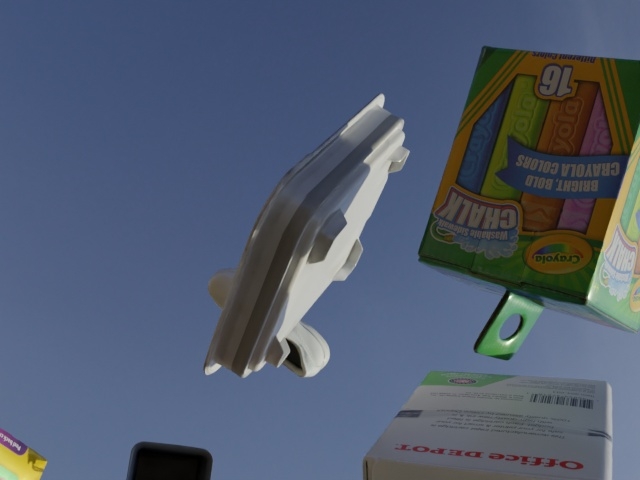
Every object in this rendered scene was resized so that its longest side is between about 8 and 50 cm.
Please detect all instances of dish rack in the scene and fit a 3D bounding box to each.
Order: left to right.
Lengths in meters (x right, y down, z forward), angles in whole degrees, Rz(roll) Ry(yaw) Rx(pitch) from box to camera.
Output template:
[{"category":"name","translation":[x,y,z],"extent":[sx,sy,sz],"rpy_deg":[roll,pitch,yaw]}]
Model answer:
[{"category":"dish rack","translation":[0.000,0.000,0.987],"extent":[0.072,0.333,0.285],"rpy_deg":[29,-54,9]}]

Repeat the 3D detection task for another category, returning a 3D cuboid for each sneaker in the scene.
[{"category":"sneaker","translation":[-0.082,0.117,1.225],"extent":[0.212,0.094,0.080],"rpy_deg":[37,-71,9]}]

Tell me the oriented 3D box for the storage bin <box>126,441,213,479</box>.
[{"category":"storage bin","translation":[-0.255,0.393,1.433],"extent":[0.135,0.098,0.091],"rpy_deg":[9,-16,-10]}]

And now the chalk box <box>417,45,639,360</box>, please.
[{"category":"chalk box","translation":[0.228,-0.018,0.838],"extent":[0.179,0.288,0.180],"rpy_deg":[15,-4,36]}]

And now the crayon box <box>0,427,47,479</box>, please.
[{"category":"crayon box","translation":[-0.595,0.376,1.204],"extent":[0.106,0.313,0.363],"rpy_deg":[-2,-38,29]}]

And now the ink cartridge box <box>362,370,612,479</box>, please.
[{"category":"ink cartridge box","translation":[0.170,0.217,0.806],"extent":[0.199,0.273,0.114],"rpy_deg":[1,-82,19]}]
